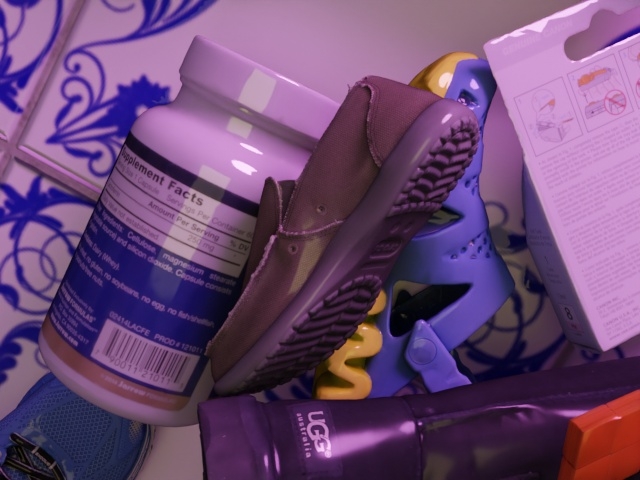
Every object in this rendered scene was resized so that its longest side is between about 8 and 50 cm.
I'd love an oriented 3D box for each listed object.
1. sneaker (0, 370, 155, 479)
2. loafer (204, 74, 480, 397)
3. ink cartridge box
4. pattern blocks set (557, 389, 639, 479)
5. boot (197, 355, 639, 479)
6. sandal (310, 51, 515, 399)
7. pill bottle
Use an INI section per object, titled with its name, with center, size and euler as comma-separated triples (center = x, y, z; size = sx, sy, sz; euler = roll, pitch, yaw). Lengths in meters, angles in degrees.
[sneaker]
center = -0.268, 0.229, 0.635
size = 0.130, 0.147, 0.330
euler = 45, 98, -1
[loafer]
center = 0.000, 0.000, 0.508
size = 0.087, 0.094, 0.251
euler = 45, 108, 26
[ink cartridge box]
center = 0.230, -0.061, 0.567
size = 0.189, 0.066, 0.232
euler = -25, 93, -11
[pattern blocks set]
center = 0.259, 0.178, 0.474
size = 0.325, 0.026, 0.285
euler = -45, 107, 3
[boot]
center = 0.140, 0.236, 0.596
size = 0.445, 0.146, 0.367
euler = -5, 135, -12
[sandal]
center = 0.086, 0.018, 0.596
size = 0.138, 0.126, 0.317
euler = 13, 106, 0
[pill bottle]
center = -0.092, -0.008, 0.586
size = 0.153, 0.153, 0.265
euler = 28, 98, 2
